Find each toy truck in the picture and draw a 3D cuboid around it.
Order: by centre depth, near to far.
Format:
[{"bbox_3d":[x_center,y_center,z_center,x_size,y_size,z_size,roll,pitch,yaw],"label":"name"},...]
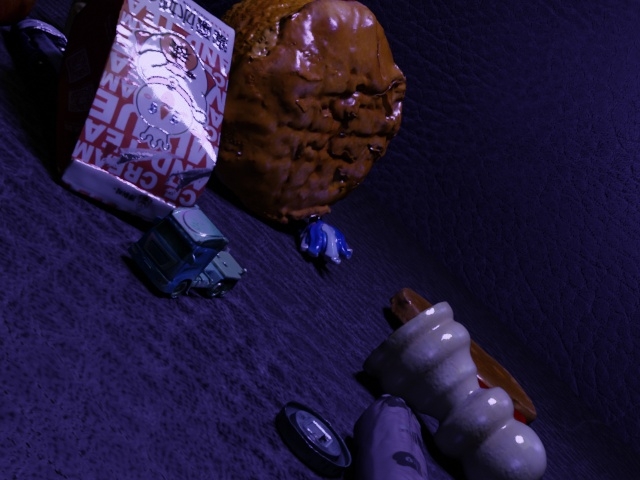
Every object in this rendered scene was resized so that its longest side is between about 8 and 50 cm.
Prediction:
[{"bbox_3d":[-0.123,0.014,0.906,0.067,0.081,0.175,48,11,18],"label":"toy truck"}]

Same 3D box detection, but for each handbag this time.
[{"bbox_3d":[-0.219,-0.157,0.997,0.171,0.151,0.298,31,51,-36],"label":"handbag"}]

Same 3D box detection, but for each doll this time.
[{"bbox_3d":[0.000,0.000,1.482,0.096,0.070,0.195,5,22,-20],"label":"doll"}]

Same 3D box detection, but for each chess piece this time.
[{"bbox_3d":[0.185,0.221,1.092,0.251,0.144,0.144,52,13,18],"label":"chess piece"}]

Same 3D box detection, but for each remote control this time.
[{"bbox_3d":[-0.357,-0.244,1.142,0.090,0.066,0.266,34,13,-45],"label":"remote control"}]

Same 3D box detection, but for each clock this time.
[{"bbox_3d":[-0.006,0.188,0.804,0.085,0.017,0.085,41,10,-9],"label":"clock"}]

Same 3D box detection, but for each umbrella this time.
[{"bbox_3d":[0.064,0.228,0.746,0.067,0.073,0.337,33,12,-4],"label":"umbrella"}]

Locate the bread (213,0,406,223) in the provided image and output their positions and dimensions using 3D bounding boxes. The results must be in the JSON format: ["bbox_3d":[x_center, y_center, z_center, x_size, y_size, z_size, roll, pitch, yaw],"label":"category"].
[{"bbox_3d":[-0.040,-0.219,1.424,0.215,0.398,0.398,40,7,36],"label":"bread"}]

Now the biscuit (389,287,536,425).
[{"bbox_3d":[0.259,0.225,1.530,0.344,0.057,0.287,40,10,-14],"label":"biscuit"}]

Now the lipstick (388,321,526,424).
[{"bbox_3d":[0.199,0.221,1.264,0.241,0.080,0.080,42,10,-9],"label":"lipstick"}]

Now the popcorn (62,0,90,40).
[{"bbox_3d":[-0.329,-0.353,1.420,0.187,0.167,0.185,42,4,-22],"label":"popcorn"}]

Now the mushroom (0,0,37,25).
[{"bbox_3d":[-0.482,-0.371,1.094,0.217,0.148,0.227,25,11,-4],"label":"mushroom"}]
